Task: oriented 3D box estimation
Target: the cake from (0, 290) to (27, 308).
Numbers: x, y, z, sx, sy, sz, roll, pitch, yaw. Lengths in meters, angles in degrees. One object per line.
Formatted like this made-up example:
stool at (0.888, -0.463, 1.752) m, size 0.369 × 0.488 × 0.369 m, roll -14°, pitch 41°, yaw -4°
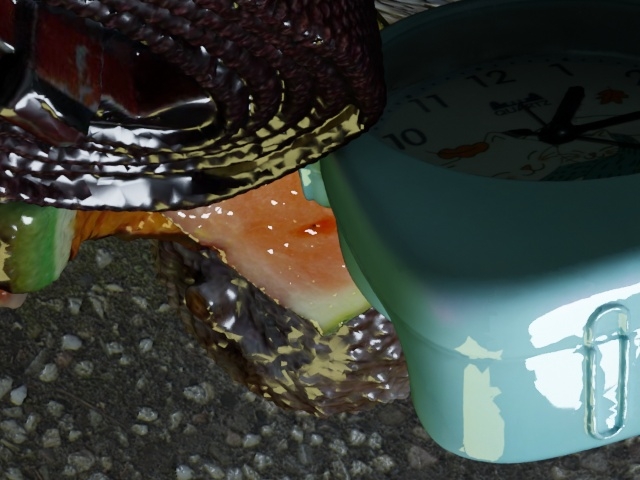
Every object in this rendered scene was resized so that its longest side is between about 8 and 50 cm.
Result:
cake at (-0.400, -0.087, 1.522) m, size 0.230 × 0.309 × 0.237 m, roll 17°, pitch -178°, yaw 35°

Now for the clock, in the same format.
clock at (0.105, -0.030, 0.673) m, size 0.223 × 0.094 × 0.274 m, roll -13°, pitch -149°, yaw -13°

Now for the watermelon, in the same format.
watermelon at (-0.042, -0.100, 0.875) m, size 0.303 × 0.159 × 0.128 m, roll 42°, pitch -164°, yaw -34°

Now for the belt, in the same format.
belt at (-0.100, -0.116, 0.538) m, size 0.184 × 0.164 × 0.289 m, roll -16°, pitch 161°, yaw 27°

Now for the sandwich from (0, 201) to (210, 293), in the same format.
sandwich at (-0.116, -0.099, 0.961) m, size 0.301 × 0.162 × 0.250 m, roll 2°, pitch -129°, yaw -34°

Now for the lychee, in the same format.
lychee at (-0.001, -0.003, 1.338) m, size 0.300 × 0.300 × 0.300 m, roll 16°, pitch 178°, yaw 1°
